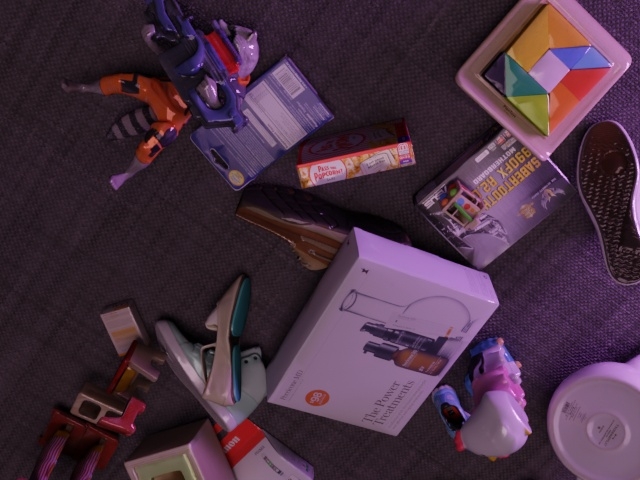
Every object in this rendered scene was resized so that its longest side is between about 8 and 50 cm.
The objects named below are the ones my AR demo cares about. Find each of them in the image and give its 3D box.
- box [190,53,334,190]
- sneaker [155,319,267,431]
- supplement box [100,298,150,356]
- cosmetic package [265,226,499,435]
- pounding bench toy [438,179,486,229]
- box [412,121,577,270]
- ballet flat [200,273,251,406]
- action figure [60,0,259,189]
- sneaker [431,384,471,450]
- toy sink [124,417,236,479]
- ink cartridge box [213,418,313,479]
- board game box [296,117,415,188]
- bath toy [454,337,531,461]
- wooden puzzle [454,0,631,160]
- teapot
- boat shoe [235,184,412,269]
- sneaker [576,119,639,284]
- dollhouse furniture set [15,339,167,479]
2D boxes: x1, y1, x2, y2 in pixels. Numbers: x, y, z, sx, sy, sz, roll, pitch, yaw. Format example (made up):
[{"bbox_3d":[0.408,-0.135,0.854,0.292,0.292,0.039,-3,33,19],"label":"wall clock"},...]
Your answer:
[{"bbox_3d":[-0.105,-0.204,1.489,0.225,0.036,0.136,-36,107,13],"label":"box"},{"bbox_3d":[-0.204,0.231,1.660,0.151,0.094,0.256,-38,86,-24],"label":"sneaker"},{"bbox_3d":[-0.380,0.171,1.649,0.062,0.036,0.098,-15,112,8],"label":"supplement box"},{"bbox_3d":[0.103,0.181,1.553,0.284,0.097,0.377,20,122,-17],"label":"cosmetic package"},{"bbox_3d":[0.243,-0.058,1.456,0.065,0.083,0.052,35,110,-13],"label":"pounding bench toy"},{"bbox_3d":[0.310,-0.084,1.520,0.231,0.056,0.183,-41,105,16],"label":"box"},{"bbox_3d":[-0.184,0.184,1.585,0.086,0.086,0.248,5,77,-1],"label":"ballet flat"},{"bbox_3d":[-0.259,-0.288,1.426,0.330,0.178,0.341,-25,82,4],"label":"action figure"},{"bbox_3d":[0.275,0.371,1.699,0.063,0.073,0.162,-32,108,13],"label":"sneaker"},{"bbox_3d":[-0.267,0.506,1.707,0.153,0.131,0.234,-18,100,14],"label":"toy sink"},{"bbox_3d":[-0.155,0.480,1.766,0.224,0.056,0.181,40,108,-16],"label":"ink cartridge box"},{"bbox_3d":[0.059,-0.151,1.449,0.193,0.147,0.045,-12,112,6],"label":"board game box"},{"bbox_3d":[0.308,0.298,1.523,0.129,0.348,0.151,-35,92,15],"label":"bath toy"},{"bbox_3d":[0.376,-0.287,1.410,0.221,0.044,0.239,39,93,-13],"label":"wooden puzzle"},{"bbox_3d":[0.568,0.350,1.633,0.256,0.187,0.252,-22,83,28],"label":"teapot"},{"bbox_3d":[0.000,0.000,1.529,0.324,0.122,0.120,18,117,-6],"label":"boat shoe"},{"bbox_3d":[0.523,-0.069,1.512,0.106,0.123,0.290,-8,92,21],"label":"sneaker"},{"bbox_3d":[-0.453,0.370,1.619,0.152,0.201,0.374,27,120,-10],"label":"dollhouse furniture set"}]
